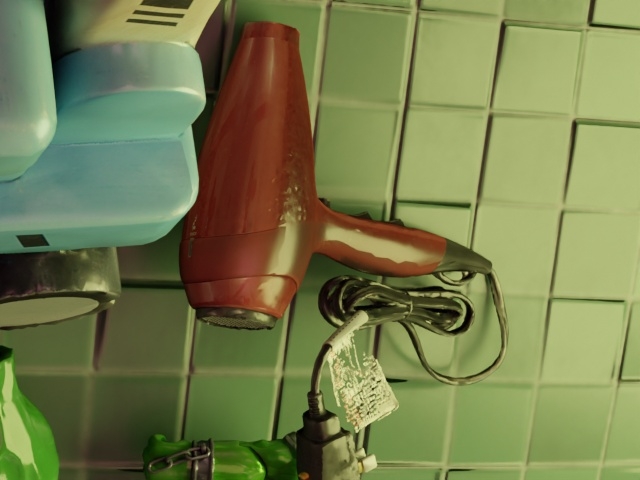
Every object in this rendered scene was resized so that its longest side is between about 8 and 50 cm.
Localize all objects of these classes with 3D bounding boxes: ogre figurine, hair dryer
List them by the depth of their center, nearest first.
[{"bbox_3d":[0.000,0.000,1.248,0.223,0.080,0.293,-39,115,-44],"label":"hair dryer"},{"bbox_3d":[-0.029,0.195,1.282,0.118,0.097,0.197,-22,96,6],"label":"ogre figurine"}]

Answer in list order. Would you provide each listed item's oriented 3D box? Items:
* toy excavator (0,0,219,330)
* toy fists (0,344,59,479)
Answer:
[{"bbox_3d":[-0.119,-0.106,0.950,0.433,0.445,0.222,-4,78,-20],"label":"toy excavator"},{"bbox_3d":[-0.297,0.157,1.175,0.279,0.096,0.142,-12,102,-15],"label":"toy fists"}]
